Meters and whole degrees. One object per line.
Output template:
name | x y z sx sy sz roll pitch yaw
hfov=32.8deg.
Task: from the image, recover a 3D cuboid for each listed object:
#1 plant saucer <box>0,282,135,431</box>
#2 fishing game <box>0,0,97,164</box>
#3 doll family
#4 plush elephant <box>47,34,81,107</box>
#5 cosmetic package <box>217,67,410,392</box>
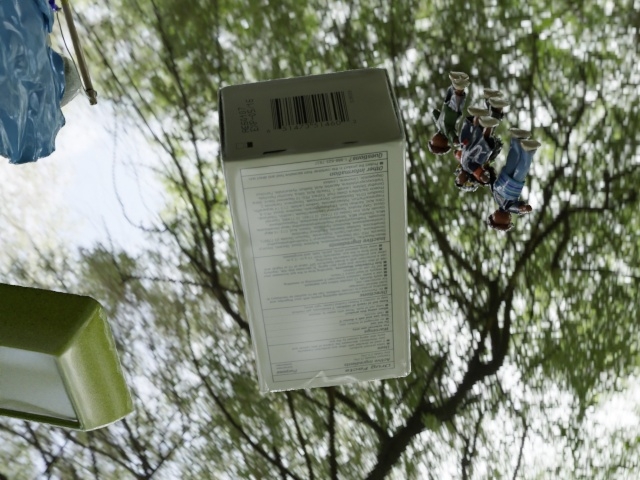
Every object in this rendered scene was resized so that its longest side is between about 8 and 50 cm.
plant saucer | -0.274 0.109 0.967 0.188 0.188 0.045 8 -128 8
fishing game | -0.252 -0.148 0.832 0.041 0.189 0.264 -9 -158 16
doll family | 0.170 -0.090 1.149 0.076 0.111 0.193 7 -147 -14
plush elephant | -0.469 -0.263 1.258 0.272 0.255 0.330 -23 -152 -22
cosmetic package | 0.000 0.000 1.033 0.160 0.309 0.113 -6 -136 -2
